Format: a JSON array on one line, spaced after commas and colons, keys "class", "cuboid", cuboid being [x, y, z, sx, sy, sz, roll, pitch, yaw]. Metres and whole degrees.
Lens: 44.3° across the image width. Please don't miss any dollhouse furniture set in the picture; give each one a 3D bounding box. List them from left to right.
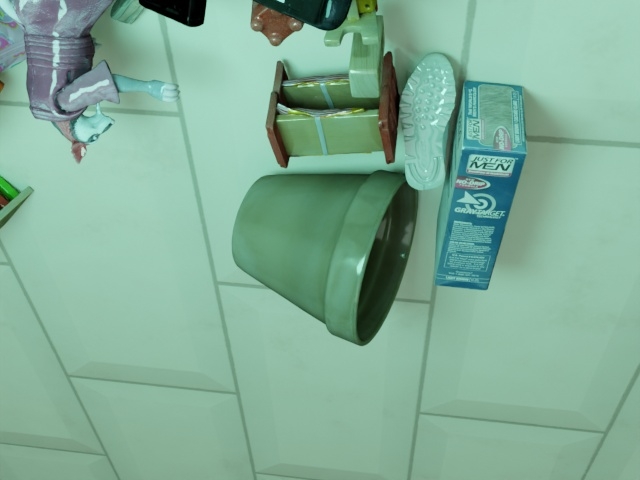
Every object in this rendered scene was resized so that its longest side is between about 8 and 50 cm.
[{"class": "dollhouse furniture set", "cuboid": [0.004, -0.279, 1.190, 0.202, 0.152, 0.374, 0, 146, 12]}]

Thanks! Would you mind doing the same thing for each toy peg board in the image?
[{"class": "toy peg board", "cuboid": [-0.708, -0.051, 1.641, 0.079, 0.160, 0.161, 44, 130, -13]}]

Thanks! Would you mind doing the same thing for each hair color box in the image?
[{"class": "hair color box", "cuboid": [0.273, -0.086, 1.377, 0.105, 0.173, 0.347, 6, 139, 4]}]

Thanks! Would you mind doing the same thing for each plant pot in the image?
[{"class": "plant pot", "cuboid": [0.000, 0.000, 1.467, 0.281, 0.323, 0.323, 17, 142, 17]}]

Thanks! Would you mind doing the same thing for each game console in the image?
[{"class": "game console", "cuboid": [-0.112, -0.362, 1.017, 0.361, 0.044, 0.213, 29, 126, 23]}]

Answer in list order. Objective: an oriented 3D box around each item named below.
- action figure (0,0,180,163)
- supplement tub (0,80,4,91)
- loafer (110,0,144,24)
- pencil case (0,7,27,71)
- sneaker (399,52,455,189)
[{"class": "action figure", "cuboid": [-0.389, -0.293, 1.169, 0.248, 0.276, 0.369, 14, 111, 39]}, {"class": "supplement tub", "cuboid": [-0.724, -0.301, 1.310, 0.338, 0.207, 0.207, 37, 132, -27]}, {"class": "loafer", "cuboid": [-0.288, -0.387, 1.255, 0.039, 0.045, 0.125, 23, 147, -39]}, {"class": "pencil case", "cuboid": [-0.552, -0.291, 1.228, 0.124, 0.284, 0.124, 11, 128, 14]}, {"class": "sneaker", "cuboid": [0.180, -0.206, 1.334, 0.090, 0.094, 0.235, 9, 120, 9]}]
